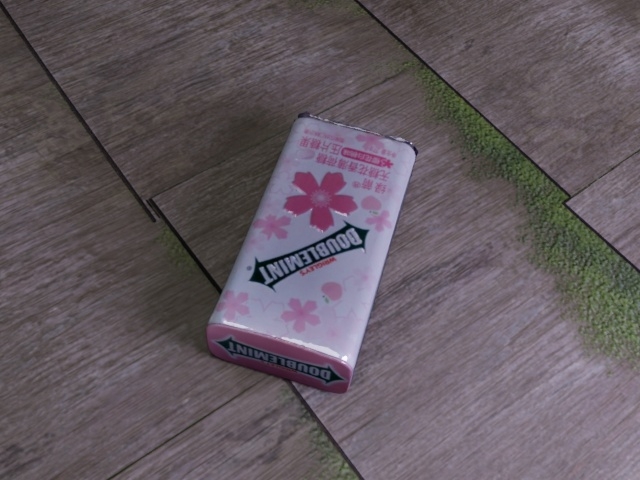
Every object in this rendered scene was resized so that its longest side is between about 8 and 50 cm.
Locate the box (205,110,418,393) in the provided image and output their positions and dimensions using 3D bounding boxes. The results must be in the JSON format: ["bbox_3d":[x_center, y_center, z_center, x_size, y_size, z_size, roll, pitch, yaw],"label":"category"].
[{"bbox_3d":[0.000,0.000,1.029,0.190,0.112,0.369,16,57,4],"label":"box"}]
